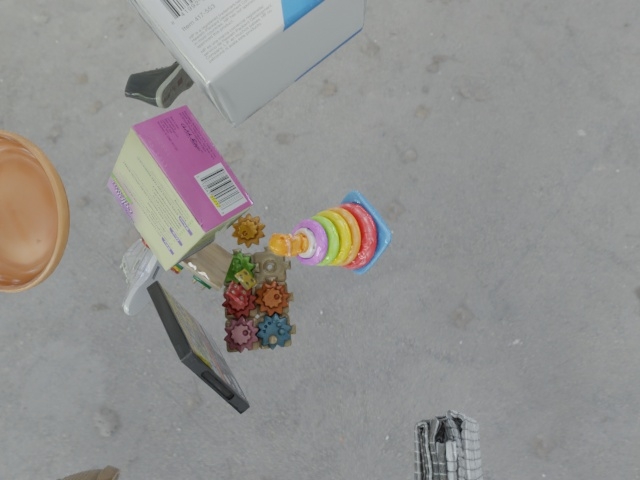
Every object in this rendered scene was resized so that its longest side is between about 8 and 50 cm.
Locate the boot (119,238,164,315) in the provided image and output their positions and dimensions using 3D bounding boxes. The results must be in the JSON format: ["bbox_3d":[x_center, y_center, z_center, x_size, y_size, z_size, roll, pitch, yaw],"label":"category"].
[{"bbox_3d":[-0.589,0.112,1.623,0.123,0.095,0.258,12,59,16],"label":"boot"}]

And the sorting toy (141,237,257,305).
[{"bbox_3d":[-0.265,0.049,1.131,0.274,0.046,0.132,38,26,-18],"label":"sorting toy"}]

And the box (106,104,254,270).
[{"bbox_3d":[-0.270,-0.088,0.950,0.117,0.243,0.214,-36,93,-37],"label":"box"}]

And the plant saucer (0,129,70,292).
[{"bbox_3d":[-0.387,-0.036,0.632,0.199,0.037,0.200,3,99,19],"label":"plant saucer"}]

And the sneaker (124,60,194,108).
[{"bbox_3d":[-0.420,-0.438,1.349,0.118,0.083,0.222,16,45,9],"label":"sneaker"}]

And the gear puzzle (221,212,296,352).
[{"bbox_3d":[-0.156,0.096,1.231,0.175,0.044,0.339,-5,80,-2],"label":"gear puzzle"}]

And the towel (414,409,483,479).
[{"bbox_3d":[0.240,0.477,0.970,0.121,0.235,0.284,-7,68,20],"label":"towel"}]

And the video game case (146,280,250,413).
[{"bbox_3d":[-0.284,0.244,1.170,0.035,0.248,0.275,-37,42,-9],"label":"video game case"}]

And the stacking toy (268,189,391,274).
[{"bbox_3d":[0.000,0.000,1.159,0.301,0.166,0.175,-10,56,-46],"label":"stacking toy"}]

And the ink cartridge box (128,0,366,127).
[{"bbox_3d":[-0.077,-0.208,0.384,0.139,0.082,0.191,-38,79,-4],"label":"ink cartridge box"}]

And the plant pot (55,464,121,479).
[{"bbox_3d":[-0.512,0.558,1.017,0.109,0.237,0.237,27,68,-4],"label":"plant pot"}]
